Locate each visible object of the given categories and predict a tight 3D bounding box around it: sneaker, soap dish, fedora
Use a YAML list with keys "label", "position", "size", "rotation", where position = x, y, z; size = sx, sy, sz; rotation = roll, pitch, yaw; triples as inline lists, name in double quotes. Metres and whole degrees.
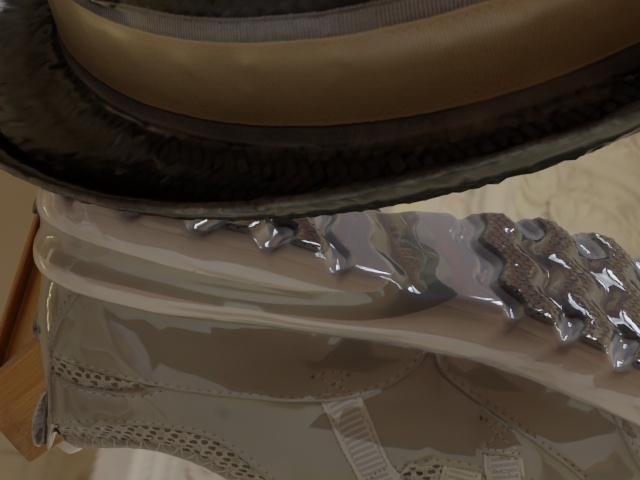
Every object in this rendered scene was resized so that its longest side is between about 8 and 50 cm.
- label: "sneaker"
  position: [0.037, 0.053, 0.522]
  size: [0.281, 0.105, 0.115]
  rotation: [17, -67, 2]
- label: "soap dish"
  position: [-0.211, 0.038, 1.462]
  size: [0.229, 0.118, 0.291]
  rotation: [-36, -145, 48]
- label: "fedora"
  position: [0.004, -0.152, 0.433]
  size: [0.334, 0.152, 0.334]
  rotation: [-16, -143, 13]

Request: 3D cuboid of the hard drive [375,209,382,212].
- label: "hard drive"
  position: [0.000, 0.000, 1.532]
  size: [0.094, 0.022, 0.135]
  rotation: [44, -117, -5]
